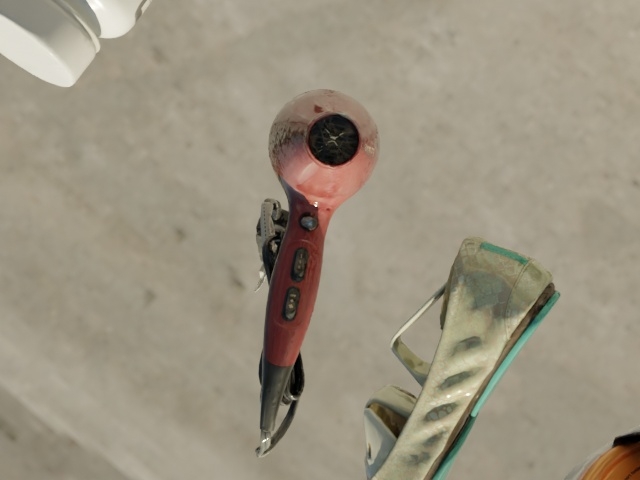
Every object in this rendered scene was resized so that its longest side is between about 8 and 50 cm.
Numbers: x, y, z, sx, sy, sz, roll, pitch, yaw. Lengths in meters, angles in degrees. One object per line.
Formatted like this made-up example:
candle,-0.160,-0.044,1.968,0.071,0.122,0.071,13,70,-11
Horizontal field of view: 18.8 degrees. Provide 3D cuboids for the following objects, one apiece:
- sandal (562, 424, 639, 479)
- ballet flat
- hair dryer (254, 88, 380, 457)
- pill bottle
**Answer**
sandal,0.204,0.080,0.762,0.102,0.265,0.076,53,143,32
ballet flat,0.049,0.066,0.842,0.052,0.057,0.168,32,120,9
hair dryer,0.000,0.000,1.358,0.080,0.223,0.293,2,142,-5
pill bottle,-0.102,-0.143,0.894,0.078,0.137,0.078,33,166,9
